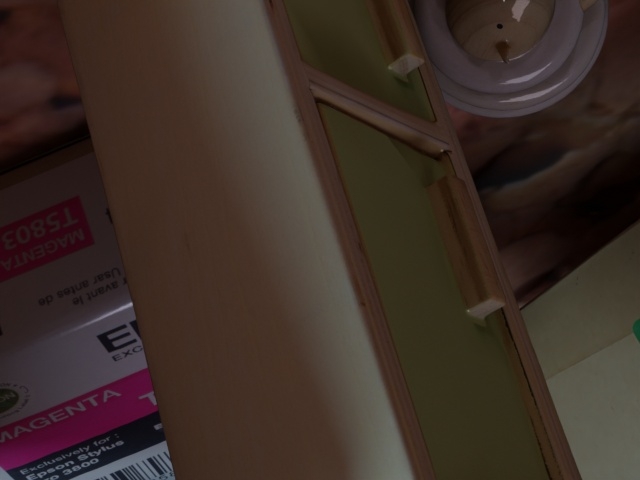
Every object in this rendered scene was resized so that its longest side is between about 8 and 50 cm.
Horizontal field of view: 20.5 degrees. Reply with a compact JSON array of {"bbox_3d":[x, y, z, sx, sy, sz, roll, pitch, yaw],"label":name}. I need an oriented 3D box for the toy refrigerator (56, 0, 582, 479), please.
[{"bbox_3d":[0.000,0.000,0.596,0.094,0.269,0.102,-34,148,28],"label":"toy refrigerator"}]

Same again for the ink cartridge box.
[{"bbox_3d":[-0.088,0.040,0.791,0.235,0.088,0.193,-22,151,2],"label":"ink cartridge box"}]

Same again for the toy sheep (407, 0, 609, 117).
[{"bbox_3d":[0.072,-0.090,0.694,0.091,0.091,0.132,-25,175,4],"label":"toy sheep"}]

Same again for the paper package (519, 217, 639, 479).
[{"bbox_3d":[0.231,0.052,0.854,0.325,0.168,0.309,-39,167,27],"label":"paper package"}]
